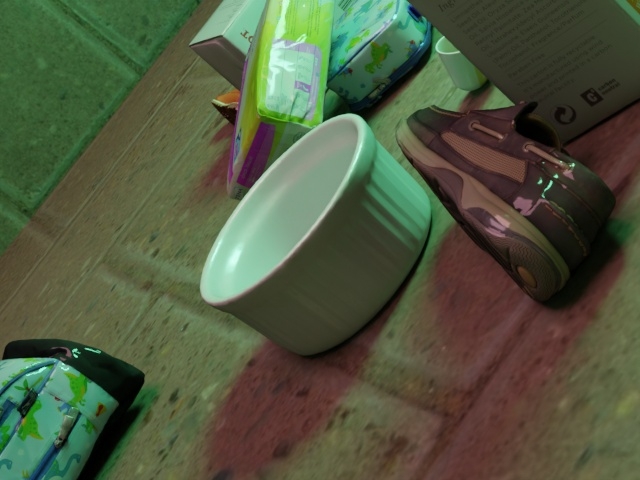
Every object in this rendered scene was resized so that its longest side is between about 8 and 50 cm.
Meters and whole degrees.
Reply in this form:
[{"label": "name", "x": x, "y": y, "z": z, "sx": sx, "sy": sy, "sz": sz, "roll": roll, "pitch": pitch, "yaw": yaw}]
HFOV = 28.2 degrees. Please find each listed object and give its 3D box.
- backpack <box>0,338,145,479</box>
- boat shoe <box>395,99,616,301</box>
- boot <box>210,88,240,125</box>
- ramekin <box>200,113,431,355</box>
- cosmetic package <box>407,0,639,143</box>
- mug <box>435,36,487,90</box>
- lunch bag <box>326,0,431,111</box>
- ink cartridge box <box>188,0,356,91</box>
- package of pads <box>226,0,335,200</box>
[{"label": "backpack", "x": -0.446, "y": 0.307, "z": 1.774, "sx": 0.290, "sy": 0.273, "sz": 0.355, "roll": -9, "pitch": 57, "yaw": 52}, {"label": "boat shoe", "x": 0.185, "y": -0.062, "z": 1.248, "sx": 0.130, "sy": 0.132, "sz": 0.355, "roll": -39, "pitch": 29, "yaw": 3}, {"label": "boot", "x": -0.147, "y": -0.262, "z": 2.386, "sx": 0.084, "sy": 0.059, "sz": 0.158, "roll": -51, "pitch": 28, "yaw": -13}, {"label": "ramekin", "x": 0.000, "y": 0.000, "z": 1.483, "sx": 0.277, "sy": 0.135, "sz": 0.277, "roll": -43, "pitch": 21, "yaw": 21}, {"label": "cosmetic package", "x": 0.162, "y": -0.338, "z": 1.270, "sx": 0.161, "sy": 0.453, "sz": 0.230, "roll": -33, "pitch": 27, "yaw": 40}, {"label": "mug", "x": 0.187, "y": -0.221, "z": 1.577, "sx": 0.078, "sy": 0.064, "sz": 0.062, "roll": 6, "pitch": 41, "yaw": 38}, {"label": "lunch bag", "x": 0.089, "y": -0.303, "z": 1.899, "sx": 0.176, "sy": 0.090, "sz": 0.219, "roll": -41, "pitch": 22, "yaw": 27}, {"label": "ink cartridge box", "x": -0.048, "y": -0.375, "z": 2.159, "sx": 0.270, "sy": 0.198, "sz": 0.197, "roll": -54, "pitch": 21, "yaw": -11}, {"label": "package of pads", "x": -0.058, "y": -0.231, "z": 1.874, "sx": 0.229, "sy": 0.101, "sz": 0.296, "roll": 119, "pitch": 161, "yaw": -56}]
